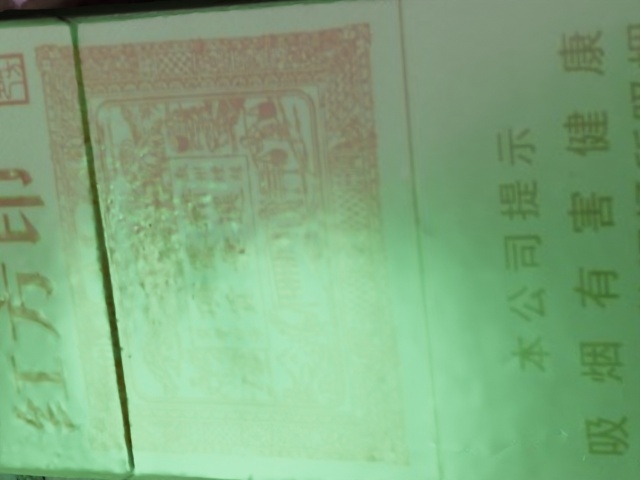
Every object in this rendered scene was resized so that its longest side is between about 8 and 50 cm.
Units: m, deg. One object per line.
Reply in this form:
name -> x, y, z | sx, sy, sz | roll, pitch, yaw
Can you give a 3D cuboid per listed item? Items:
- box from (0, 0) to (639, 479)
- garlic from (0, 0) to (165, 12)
box -> -0.001, 0.000, 0.616 | 0.365, 0.051, 0.204 | -1, 104, 21
garlic -> -0.107, -0.078, 0.783 | 0.245, 0.160, 0.245 | 165, 90, -75
